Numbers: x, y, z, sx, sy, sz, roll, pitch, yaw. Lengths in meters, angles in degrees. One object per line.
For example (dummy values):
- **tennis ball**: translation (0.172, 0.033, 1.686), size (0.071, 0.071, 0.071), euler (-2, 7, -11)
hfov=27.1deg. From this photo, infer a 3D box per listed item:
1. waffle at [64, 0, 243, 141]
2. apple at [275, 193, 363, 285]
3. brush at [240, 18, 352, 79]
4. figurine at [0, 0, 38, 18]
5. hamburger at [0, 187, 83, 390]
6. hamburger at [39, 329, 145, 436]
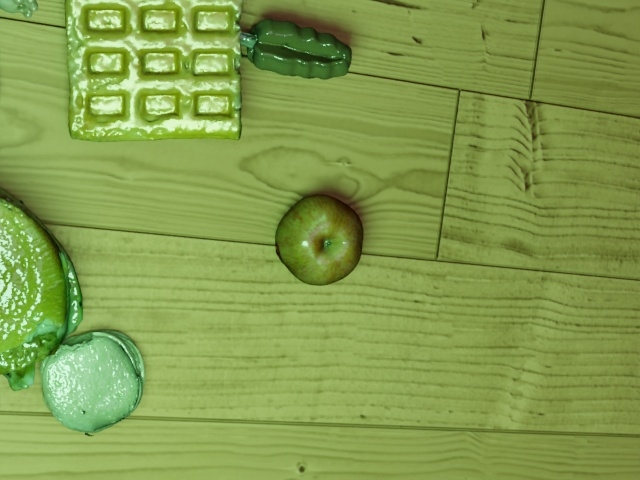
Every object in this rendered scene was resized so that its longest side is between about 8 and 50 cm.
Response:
- **waffle**: translation (-0.208, -0.248, 1.668), size (0.221, 0.055, 0.248), euler (0, 103, -7)
- **apple**: translation (0.003, 0.000, 1.801), size (0.126, 0.102, 0.126), euler (-4, 99, -24)
- **brush**: translation (-0.108, -0.265, 1.741), size (0.301, 0.084, 0.071), euler (12, 88, -19)
- **figurine**: translation (-0.444, -0.337, 1.529), size (0.224, 0.205, 0.382), euler (1, 112, -43)
- **hamburger**: translation (-0.388, 0.045, 1.599), size (0.192, 0.167, 0.288), euler (-19, 103, -19)
- **hamburger**: translation (-0.293, 0.183, 1.718), size (0.140, 0.062, 0.133), euler (-6, 98, -21)
